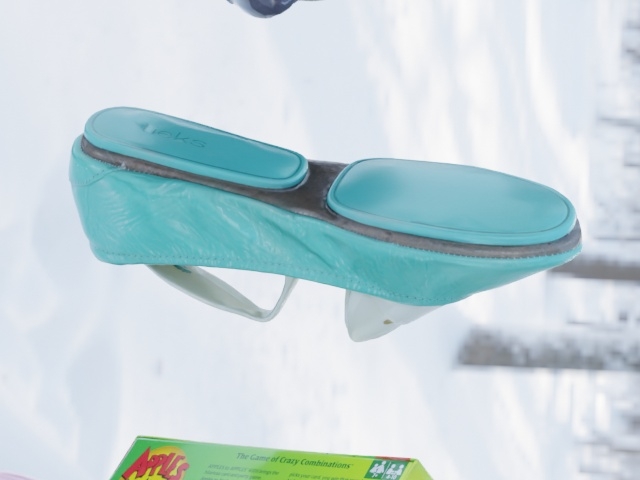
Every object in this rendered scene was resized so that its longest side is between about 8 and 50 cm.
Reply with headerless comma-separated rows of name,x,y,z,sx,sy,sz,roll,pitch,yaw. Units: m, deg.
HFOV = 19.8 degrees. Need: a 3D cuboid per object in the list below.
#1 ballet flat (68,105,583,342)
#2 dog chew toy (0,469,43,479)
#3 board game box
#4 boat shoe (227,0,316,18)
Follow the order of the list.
ballet flat,0.000,0.000,0.856,0.083,0.247,0.087,-55,153,-58
dog chew toy,-0.244,0.264,1.074,0.206,0.332,0.207,23,51,-31
board game box,-0.035,0.139,0.809,0.043,0.181,0.092,53,54,-31
boat shoe,-0.013,-0.168,0.952,0.092,0.103,0.285,65,15,-8
